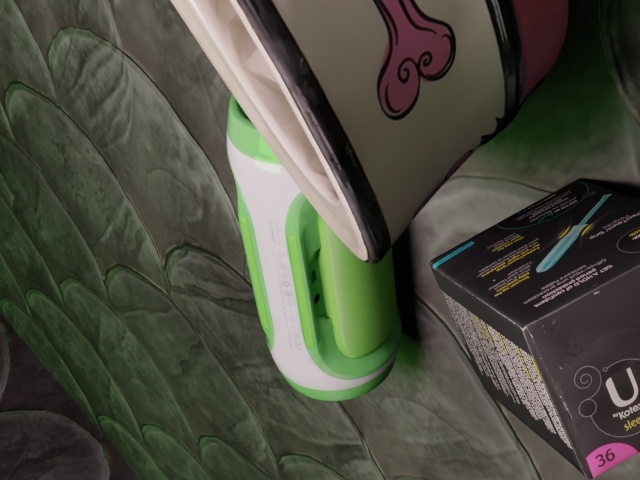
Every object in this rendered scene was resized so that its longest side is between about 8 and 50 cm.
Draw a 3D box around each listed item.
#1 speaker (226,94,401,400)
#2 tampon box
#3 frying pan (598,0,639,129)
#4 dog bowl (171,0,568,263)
[{"bbox_3d":[0.000,0.000,0.912,0.131,0.131,0.296,35,147,39],"label":"speaker"},{"bbox_3d":[0.157,0.045,0.642,0.101,0.120,0.161,64,174,-16],"label":"tampon box"},{"bbox_3d":[0.243,-0.024,0.538,0.197,0.053,0.326,26,151,59],"label":"frying pan"},{"bbox_3d":[-0.026,-0.195,0.578,0.408,0.150,0.408,56,177,5],"label":"dog bowl"}]
